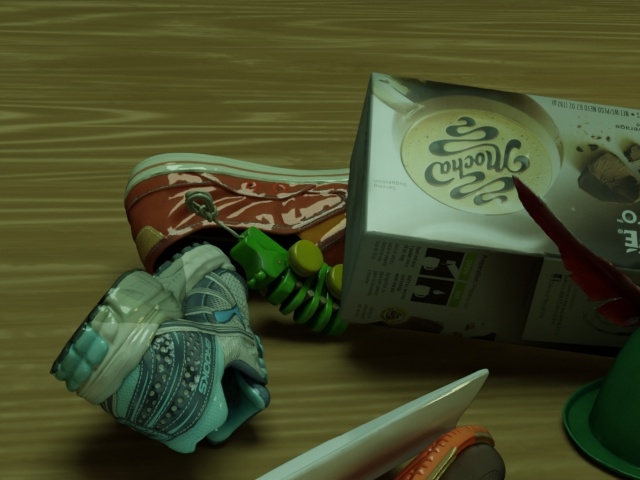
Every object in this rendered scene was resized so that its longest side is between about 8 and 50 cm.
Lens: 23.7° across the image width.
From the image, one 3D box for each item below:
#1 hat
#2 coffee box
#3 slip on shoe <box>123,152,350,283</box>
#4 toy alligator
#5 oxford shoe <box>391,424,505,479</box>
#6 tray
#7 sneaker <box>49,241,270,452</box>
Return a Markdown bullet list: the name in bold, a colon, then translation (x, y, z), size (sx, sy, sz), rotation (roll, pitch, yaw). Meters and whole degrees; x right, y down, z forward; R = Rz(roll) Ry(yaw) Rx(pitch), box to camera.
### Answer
- **hat**: translation (0.255, 0.055, 1.040), size (0.209, 0.183, 0.173), rotation (-9, 25, -30)
- **coffee box**: translation (0.172, -0.014, 1.176), size (0.297, 0.119, 0.168), rotation (8, 51, -4)
- **slip on shoe**: translation (0.000, 0.000, 1.281), size (0.331, 0.123, 0.101), rotation (5, 54, -12)
- **toy alligator**: translation (-0.033, 0.028, 1.187), size (0.190, 0.056, 0.051), rotation (32, 47, -20)
- **oxford shoe**: translation (0.062, 0.182, 0.853), size (0.098, 0.097, 0.271), rotation (44, 24, 8)
- **tray**: translation (-0.018, 0.149, 0.897), size (0.270, 0.030, 0.145), rotation (-21, -8, -47)
- **sneaker**: translation (-0.092, 0.086, 1.061), size (0.122, 0.110, 0.283), rotation (41, 13, 3)
